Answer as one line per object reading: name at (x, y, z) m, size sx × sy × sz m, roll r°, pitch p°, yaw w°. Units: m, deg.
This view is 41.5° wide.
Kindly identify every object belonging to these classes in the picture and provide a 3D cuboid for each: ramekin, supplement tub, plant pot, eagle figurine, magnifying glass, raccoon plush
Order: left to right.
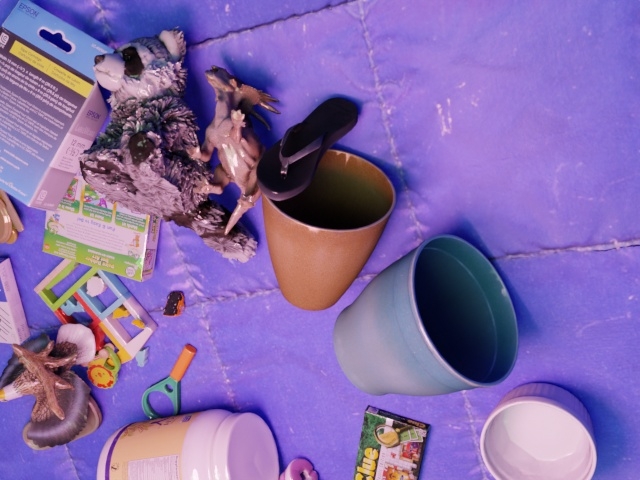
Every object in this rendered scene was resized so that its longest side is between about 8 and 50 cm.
eagle figurine at (-0.622, 0.315, 1.874) m, size 0.225 × 0.226 × 0.298 m, roll 9°, pitch 153°, yaw -11°
magnifying glass at (-0.334, 0.322, 1.891) m, size 0.092 × 0.026 × 0.231 m, roll 34°, pitch 117°, yaw 7°
raccoon plush at (-0.271, -0.187, 1.629) m, size 0.216 × 0.299 × 0.446 m, roll 0°, pitch 150°, yaw 32°
supplement tub at (-0.282, 0.492, 1.811) m, size 0.331 × 0.241 × 0.241 m, roll -14°, pitch 103°, yaw 25°
plant pot at (0.000, 0.000, 1.548) m, size 0.237 × 0.237 × 0.254 m, roll 21°, pitch 132°, yaw 13°
plant pot at (0.167, 0.159, 1.513) m, size 0.255 × 0.271 × 0.272 m, roll -29°, pitch 97°, yaw 42°
ramekin at (0.408, 0.364, 1.567) m, size 0.207 × 0.109 × 0.207 m, roll 7°, pitch 111°, yaw 20°

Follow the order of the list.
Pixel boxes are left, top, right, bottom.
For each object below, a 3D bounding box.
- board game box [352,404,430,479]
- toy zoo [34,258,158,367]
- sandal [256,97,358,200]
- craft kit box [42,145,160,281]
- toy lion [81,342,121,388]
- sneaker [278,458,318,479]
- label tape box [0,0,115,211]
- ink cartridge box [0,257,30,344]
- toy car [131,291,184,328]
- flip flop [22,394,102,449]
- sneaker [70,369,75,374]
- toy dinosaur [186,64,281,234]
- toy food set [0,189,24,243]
board game box at (0.139, 0.476, 1.760) m, size 0.136 × 0.030 × 0.260 m, roll 15°, pitch 114°, yaw 18°
toy zoo at (-0.489, 0.168, 1.891) m, size 0.192 × 0.030 × 0.293 m, roll -38°, pitch 93°, yaw 29°
sandal at (-0.029, -0.172, 1.468) m, size 0.097 × 0.254 × 0.054 m, roll 26°, pitch 149°, yaw 20°
craft kit box at (-0.451, -0.064, 1.761) m, size 0.250 × 0.061 × 0.247 m, roll 16°, pitch 103°, yaw 16°
toy lion at (-0.488, 0.288, 1.903) m, size 0.100 × 0.034 × 0.096 m, roll -23°, pitch 107°, yaw 27°
sneaker at (-0.023, 0.589, 1.836) m, size 0.104 × 0.095 × 0.236 m, roll -33°, pitch 90°, yaw 35°
label tape box at (-0.567, -0.269, 1.690) m, size 0.249 × 0.115 × 0.348 m, roll 31°, pitch 92°, yaw 13°
ink cartridge box at (-0.750, 0.139, 1.965) m, size 0.097 × 0.046 × 0.207 m, roll 2°, pitch 115°, yaw 20°
toy car at (-0.343, 0.151, 1.821) m, size 0.122 × 0.060 × 0.040 m, roll -16°, pitch 146°, yaw 20°
flip flop at (-0.626, 0.443, 2.018) m, size 0.277 × 0.080 × 0.112 m, roll -28°, pitch 97°, yaw 28°
sneaker at (-0.623, 0.309, 1.990) m, size 0.067 × 0.042 × 0.118 m, roll -28°, pitch 104°, yaw 31°
toy dinosaur at (-0.141, -0.167, 1.540) m, size 0.127 × 0.200 × 0.296 m, roll -1°, pitch 111°, yaw 21°
toy food set at (-0.730, -0.050, 1.908) m, size 0.192 × 0.038 × 0.132 m, roll -23°, pitch 94°, yaw 38°
